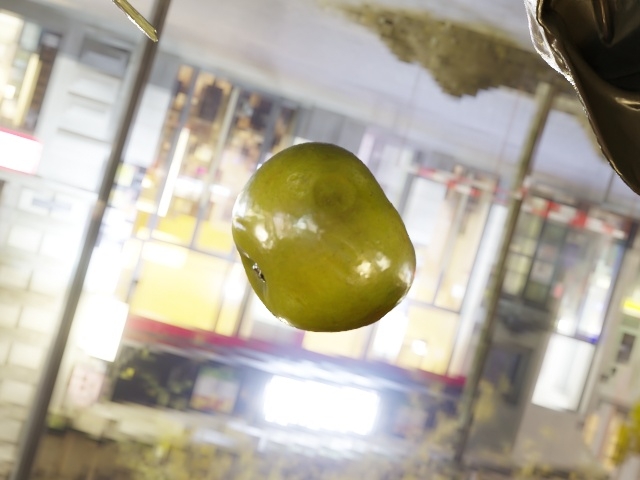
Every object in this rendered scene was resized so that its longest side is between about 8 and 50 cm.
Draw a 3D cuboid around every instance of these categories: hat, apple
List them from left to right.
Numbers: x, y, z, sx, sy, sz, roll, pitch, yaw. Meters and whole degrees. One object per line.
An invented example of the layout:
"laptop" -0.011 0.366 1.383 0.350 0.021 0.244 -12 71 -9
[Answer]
"apple" 0.000 0.000 1.497 0.157 0.196 0.196 -28 -165 -14
"hat" 0.291 -0.206 1.420 0.238 0.336 0.209 -12 -174 -12

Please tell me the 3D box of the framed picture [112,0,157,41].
"framed picture" -0.237 -0.276 1.501 0.183 0.011 0.142 45 180 -23
